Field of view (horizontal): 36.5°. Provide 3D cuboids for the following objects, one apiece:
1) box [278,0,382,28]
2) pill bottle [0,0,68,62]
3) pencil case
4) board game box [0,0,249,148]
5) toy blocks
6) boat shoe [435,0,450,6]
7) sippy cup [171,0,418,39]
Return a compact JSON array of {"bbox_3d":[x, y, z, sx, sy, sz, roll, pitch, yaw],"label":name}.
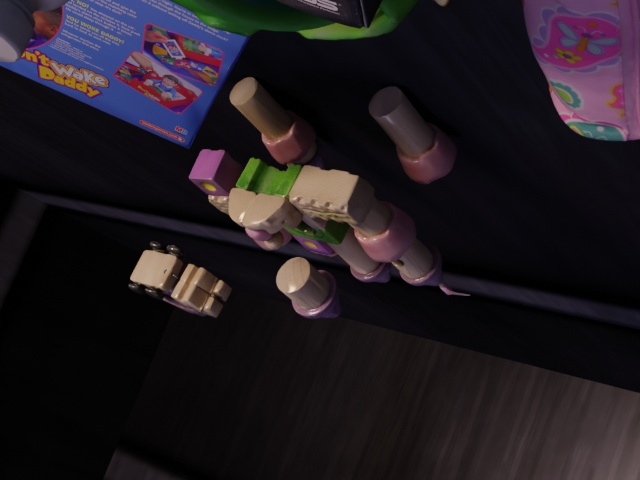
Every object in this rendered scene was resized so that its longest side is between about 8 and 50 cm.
[{"bbox_3d":[0.030,-0.218,0.330,0.056,0.231,0.183,22,168,13],"label":"box"},{"bbox_3d":[-0.207,-0.240,0.675,0.121,0.216,0.121,20,169,4],"label":"pill bottle"},{"bbox_3d":[0.182,-0.160,0.591,0.124,0.124,0.284,16,168,23],"label":"pencil case"},{"bbox_3d":[-0.237,-0.235,0.879,0.347,0.078,0.233,24,150,-13],"label":"board game box"},{"bbox_3d":[0.000,0.000,1.169,0.288,0.309,0.260,12,159,39],"label":"toy blocks"},{"bbox_3d":[0.071,-0.218,0.628,0.073,0.080,0.223,15,173,3],"label":"boat shoe"},{"bbox_3d":[-0.074,-0.237,0.501,0.240,0.305,0.224,-23,-150,-32],"label":"sippy cup"}]
